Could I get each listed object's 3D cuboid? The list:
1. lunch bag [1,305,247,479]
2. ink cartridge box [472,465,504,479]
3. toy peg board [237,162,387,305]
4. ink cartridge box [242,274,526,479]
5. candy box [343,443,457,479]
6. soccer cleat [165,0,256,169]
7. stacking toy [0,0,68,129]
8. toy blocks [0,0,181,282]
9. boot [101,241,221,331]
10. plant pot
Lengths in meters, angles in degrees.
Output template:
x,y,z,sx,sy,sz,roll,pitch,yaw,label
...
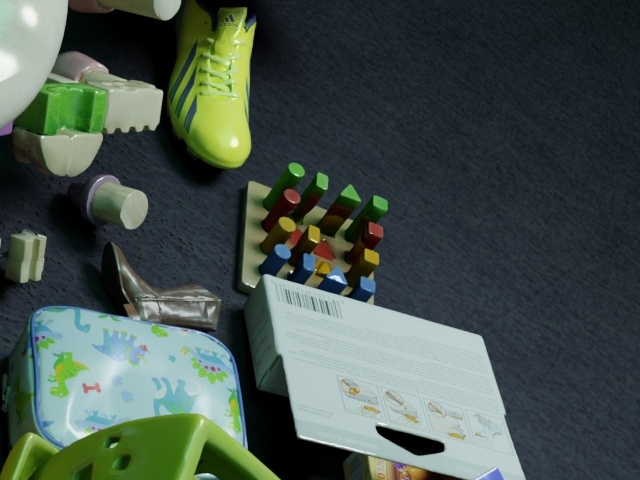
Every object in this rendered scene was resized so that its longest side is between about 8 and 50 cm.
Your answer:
x,y,z,sx,sy,sz,roll,pitch,yaw,label
-0.181,0.160,1.564,0.219,0.090,0.176,13,44,-27,lunch bag
0.149,0.342,1.586,0.206,0.045,0.208,-26,87,-33,ink cartridge box
0.000,0.000,1.864,0.161,0.079,0.160,21,42,-18,toy peg board
0.066,0.162,1.743,0.275,0.060,0.239,17,36,-23,ink cartridge box
0.088,0.292,1.664,0.109,0.053,0.186,17,42,-25,candy box
-0.118,-0.205,1.942,0.093,0.121,0.289,16,44,-23,soccer cleat
-0.486,-0.206,1.425,0.350,0.480,0.350,26,58,-51,stacking toy
-0.337,-0.141,1.686,0.260,0.309,0.288,18,16,33,toy blocks
-0.160,0.048,1.730,0.114,0.037,0.106,-4,67,-35,boot
-0.150,0.276,1.313,0.227,0.207,0.228,50,47,-47,plant pot
